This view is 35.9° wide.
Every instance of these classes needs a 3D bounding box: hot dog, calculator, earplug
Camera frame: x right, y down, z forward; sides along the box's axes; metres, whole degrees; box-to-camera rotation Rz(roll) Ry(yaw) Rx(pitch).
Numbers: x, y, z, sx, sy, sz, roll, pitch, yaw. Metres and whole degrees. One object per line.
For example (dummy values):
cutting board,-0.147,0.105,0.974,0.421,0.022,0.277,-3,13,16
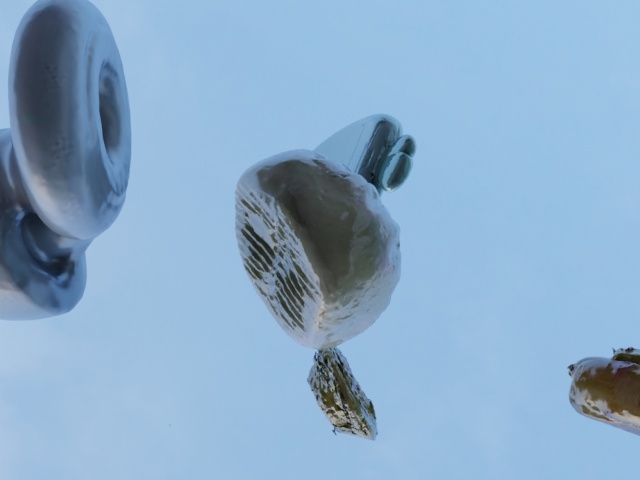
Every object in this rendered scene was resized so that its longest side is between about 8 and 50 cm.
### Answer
hot dog,0.316,0.138,0.814,0.104,0.250,0.076,8,-82,-47
calculator,0.025,-0.077,1.272,0.042,0.295,0.184,33,-114,-23
earplug,-0.260,-0.064,0.891,0.175,0.214,0.325,23,-59,-14

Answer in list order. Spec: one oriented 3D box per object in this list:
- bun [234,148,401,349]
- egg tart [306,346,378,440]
bun,0.000,0.000,0.986,0.128,0.178,0.193,-21,-126,-29
egg tart,0.022,0.173,1.114,0.052,0.130,0.130,-28,-95,2
